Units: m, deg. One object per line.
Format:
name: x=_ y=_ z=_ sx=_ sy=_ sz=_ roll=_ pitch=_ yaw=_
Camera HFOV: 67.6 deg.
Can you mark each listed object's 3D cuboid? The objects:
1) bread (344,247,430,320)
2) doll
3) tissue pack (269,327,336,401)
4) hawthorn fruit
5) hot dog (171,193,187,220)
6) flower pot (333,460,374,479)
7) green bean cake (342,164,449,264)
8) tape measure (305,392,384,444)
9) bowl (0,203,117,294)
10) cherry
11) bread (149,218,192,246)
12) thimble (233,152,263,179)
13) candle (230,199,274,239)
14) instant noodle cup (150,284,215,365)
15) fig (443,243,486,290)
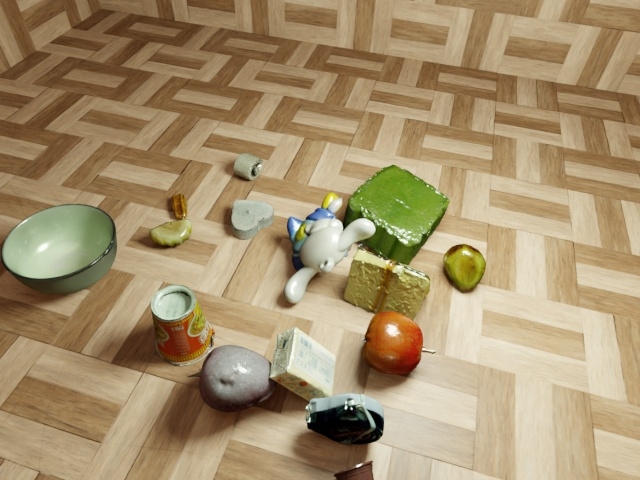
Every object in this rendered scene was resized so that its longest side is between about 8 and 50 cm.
bread: x=0.242 y=0.115 z=1.609 sx=0.263 sy=0.236 sz=0.198 roll=20 pitch=50 yaw=15
doll: x=0.004 y=0.007 z=1.709 sx=0.376 sy=0.187 sz=0.366 roll=-27 pitch=33 yaw=4
tissue pack: x=-0.047 y=0.368 z=1.393 sx=0.092 sy=0.196 sz=0.148 roll=-27 pitch=36 yaw=32
hawthorn fruit: x=0.241 y=0.317 z=1.459 sx=0.225 sy=0.197 sz=0.197 roll=13 pitch=47 yaw=-2
hot dog: x=-0.570 y=-0.134 z=1.941 sx=0.062 sy=0.038 sz=0.144 roll=-10 pitch=50 yaw=-16
flower pot: x=0.098 y=0.628 z=1.224 sx=0.111 sy=0.111 sz=0.089 roll=-12 pitch=61 yaw=-14
green bean cake: x=0.284 y=-0.091 z=1.837 sx=0.319 sy=0.218 sz=0.335 roll=37 pitch=62 yaw=19
tape measure: x=0.082 y=0.484 z=1.300 sx=0.182 sy=0.181 sz=0.107 roll=-22 pitch=42 yaw=28
bowl: x=-0.868 y=0.056 z=1.648 sx=0.353 sy=0.185 sz=0.354 roll=1 pitch=47 yaw=-2
cherry: x=-0.248 y=0.390 z=1.358 sx=0.266 sy=0.184 sz=0.213 roll=3 pitch=5 yaw=-11
bread: x=-0.552 y=-0.021 z=1.805 sx=0.157 sy=0.083 sz=0.094 roll=-31 pitch=58 yaw=-25
thimble: x=-0.312 y=-0.322 z=2.082 sx=0.090 sy=0.102 sz=0.115 roll=24 pitch=58 yaw=17
candle: x=-0.288 y=-0.096 z=1.897 sx=0.168 sy=0.068 sz=0.192 roll=38 pitch=55 yaw=25
instant noodle cup: x=-0.431 y=0.250 z=1.469 sx=0.193 sy=0.212 sz=0.193 roll=2 pitch=47 yaw=-2
fig: x=0.518 y=0.093 z=1.709 sx=0.144 sy=0.154 sz=0.166 roll=-7 pitch=69 yaw=2
